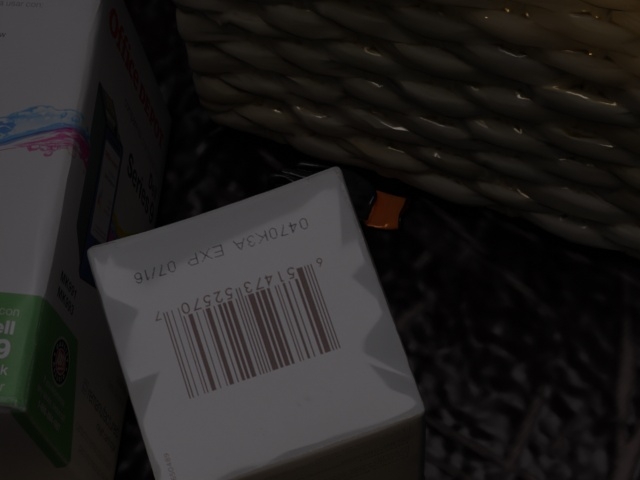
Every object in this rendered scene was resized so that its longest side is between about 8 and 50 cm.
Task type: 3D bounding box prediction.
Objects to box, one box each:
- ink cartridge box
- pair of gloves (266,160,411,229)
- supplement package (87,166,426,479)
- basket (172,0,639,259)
[{"bbox_3d":[-0.138,-0.002,0.717,0.093,0.154,0.212,2,65,7],"label":"ink cartridge box"},{"bbox_3d":[0.000,0.000,0.782,0.074,0.010,0.083,14,67,12],"label":"pair of gloves"},{"bbox_3d":[-0.020,0.059,0.660,0.105,0.179,0.105,-19,72,-3],"label":"supplement package"},{"bbox_3d":[0.107,-0.183,0.684,0.331,0.328,0.266,20,71,14],"label":"basket"}]
